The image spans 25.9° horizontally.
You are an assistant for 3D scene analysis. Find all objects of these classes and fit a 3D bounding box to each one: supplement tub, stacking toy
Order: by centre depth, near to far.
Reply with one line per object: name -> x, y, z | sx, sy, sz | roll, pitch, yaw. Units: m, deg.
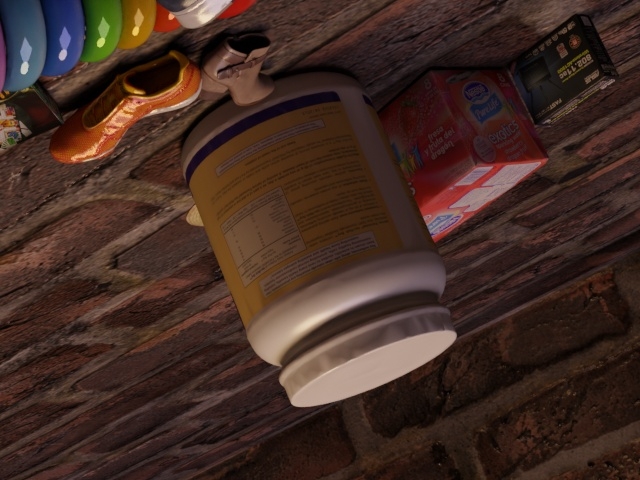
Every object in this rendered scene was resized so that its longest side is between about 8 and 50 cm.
stacking toy -> -0.192, -0.201, 1.136 | 0.330, 0.141, 0.141 | -20, 164, -30
supplement tub -> 0.000, 0.000, 1.607 | 0.241, 0.331, 0.241 | -20, 163, -7

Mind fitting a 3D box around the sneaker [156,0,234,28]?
sneaker -> -0.078, -0.281, 1.030 | 0.226, 0.086, 0.163 | -44, 129, 12

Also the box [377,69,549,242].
box -> 0.129, -0.089, 1.827 | 0.154, 0.142, 0.300 | -7, 157, -42

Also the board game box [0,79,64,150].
board game box -> -0.337, -0.136, 1.286 | 0.136, 0.030, 0.259 | -20, 164, 0

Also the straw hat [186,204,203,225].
straw hat -> -0.102, -0.026, 1.866 | 0.144, 0.061, 0.144 | -21, 164, -6

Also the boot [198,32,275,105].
boot -> -0.076, -0.183, 1.461 | 0.118, 0.042, 0.087 | -16, 156, -44

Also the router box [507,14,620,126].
router box -> 0.306, -0.213, 1.758 | 0.038, 0.092, 0.122 | -4, 155, -47

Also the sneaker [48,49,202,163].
sneaker -> -0.205, -0.140, 1.407 | 0.175, 0.064, 0.067 | -33, 154, 4
